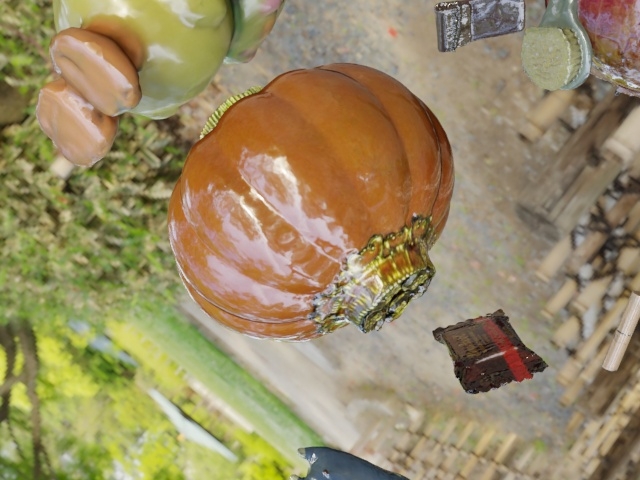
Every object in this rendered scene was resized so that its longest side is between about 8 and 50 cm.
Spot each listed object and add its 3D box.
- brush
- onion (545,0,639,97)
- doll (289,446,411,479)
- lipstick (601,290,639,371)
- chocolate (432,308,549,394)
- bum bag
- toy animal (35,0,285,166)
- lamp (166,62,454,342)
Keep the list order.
[{"bbox_3d":[0.173,-0.243,0.743,0.062,0.027,0.266,21,121,55],"label":"brush"},{"bbox_3d":[0.469,-0.364,1.247,0.348,0.385,0.347,10,-157,-4],"label":"onion"},{"bbox_3d":[0.034,0.154,0.602,0.125,0.037,0.027,28,159,-27],"label":"doll"},{"bbox_3d":[0.335,0.100,1.101,0.019,0.094,0.019,15,-162,-5],"label":"lipstick"},{"bbox_3d":[0.161,0.107,0.975,0.182,0.086,0.028,-116,7,-79],"label":"chocolate"},{"bbox_3d":[0.277,-0.381,1.730,0.109,0.159,0.026,71,-172,-56],"label":"bum bag"},{"bbox_3d":[-0.166,-0.244,1.032,0.191,0.338,0.216,43,145,1],"label":"toy animal"},{"bbox_3d":[-0.005,-0.024,0.728,0.196,0.223,0.223,49,173,24],"label":"lamp"}]
